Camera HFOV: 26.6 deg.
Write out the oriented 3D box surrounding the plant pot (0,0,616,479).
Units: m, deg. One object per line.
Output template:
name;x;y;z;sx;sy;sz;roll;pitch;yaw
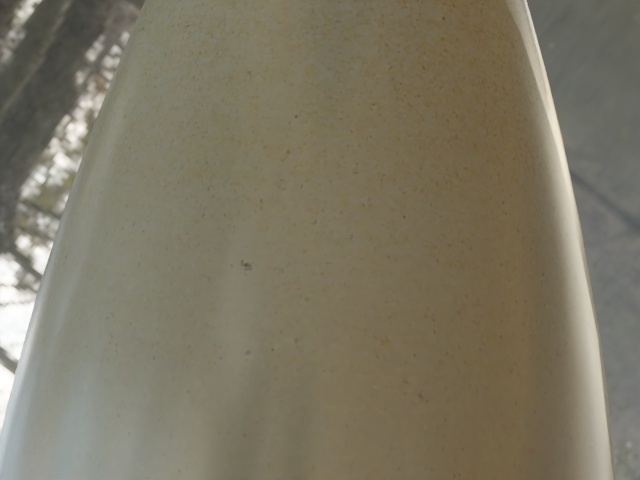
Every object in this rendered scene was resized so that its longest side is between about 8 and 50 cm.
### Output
plant pot;0.000;0.000;0.552;0.256;0.274;0.256;4;176;0
